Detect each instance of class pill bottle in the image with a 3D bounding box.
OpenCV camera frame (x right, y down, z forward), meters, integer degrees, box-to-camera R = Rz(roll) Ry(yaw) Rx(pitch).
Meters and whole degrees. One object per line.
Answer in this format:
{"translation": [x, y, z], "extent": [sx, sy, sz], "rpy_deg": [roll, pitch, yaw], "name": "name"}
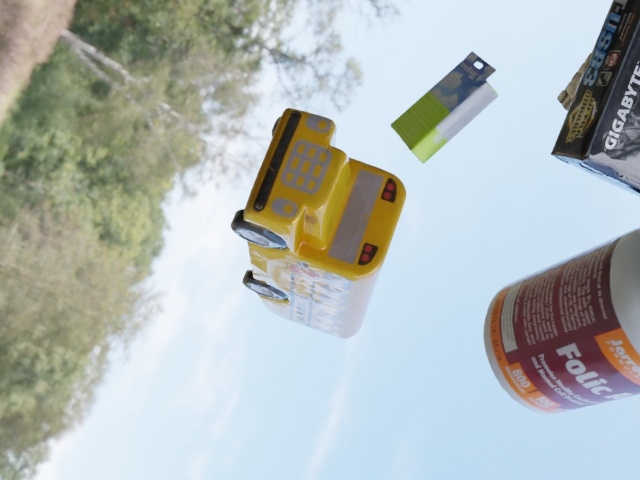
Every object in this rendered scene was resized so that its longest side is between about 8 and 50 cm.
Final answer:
{"translation": [0.440, 0.111, 1.292], "extent": [0.392, 0.224, 0.224], "rpy_deg": [-34, -145, 54], "name": "pill bottle"}

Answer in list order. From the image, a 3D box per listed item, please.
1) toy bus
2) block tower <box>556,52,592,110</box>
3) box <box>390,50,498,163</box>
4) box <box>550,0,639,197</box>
{"translation": [0.000, 0.000, 0.862], "extent": [0.333, 0.130, 0.108], "rpy_deg": [96, 15, -72], "name": "toy bus"}
{"translation": [0.483, -0.307, 1.275], "extent": [0.336, 0.097, 0.091], "rpy_deg": [-57, -168, 23], "name": "block tower"}
{"translation": [0.201, -0.212, 1.422], "extent": [0.178, 0.042, 0.109], "rpy_deg": [-42, -150, 9], "name": "box"}
{"translation": [0.441, -0.177, 1.018], "extent": [0.073, 0.293, 0.296], "rpy_deg": [25, -86, 65], "name": "box"}
